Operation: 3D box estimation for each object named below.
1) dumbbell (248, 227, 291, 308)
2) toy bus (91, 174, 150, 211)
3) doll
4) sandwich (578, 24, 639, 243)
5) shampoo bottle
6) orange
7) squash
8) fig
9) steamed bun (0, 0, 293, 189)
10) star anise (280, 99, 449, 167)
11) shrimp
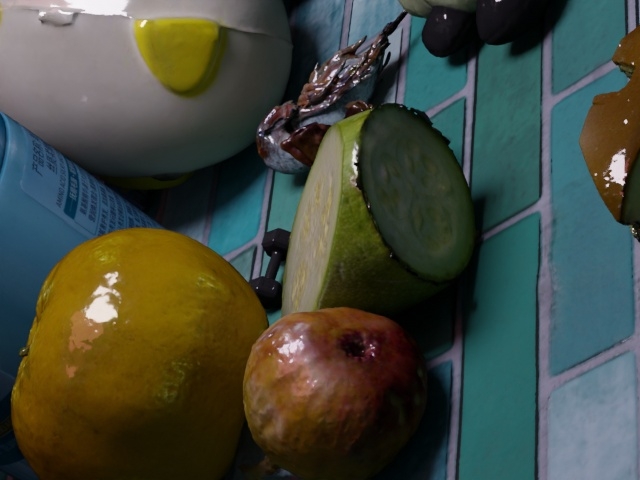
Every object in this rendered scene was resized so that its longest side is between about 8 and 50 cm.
[{"bbox_3d":[-0.049,0.029,1.963,0.040,0.036,0.083,-19,45,46],"label":"dumbbell"},{"bbox_3d":[-0.241,-0.134,2.361,0.079,0.094,0.236,-19,45,38],"label":"toy bus"},{"bbox_3d":[0.143,-0.273,1.914,0.135,0.143,0.234,-42,19,-31],"label":"doll"},{"bbox_3d":[0.277,-0.103,1.569,0.088,0.090,0.244,4,62,54],"label":"sandwich"},{"bbox_3d":[-0.349,0.055,2.062,0.331,0.343,0.331,-36,34,30],"label":"shampoo bottle"},{"bbox_3d":[-0.168,0.124,1.823,0.279,0.235,0.279,-166,90,-79],"label":"orange"},{"bbox_3d":[0.000,0.000,1.768,0.261,0.189,0.189,-22,42,38],"label":"squash"},{"bbox_3d":[-0.014,0.159,1.699,0.257,0.159,0.159,-46,25,50],"label":"fig"},{"bbox_3d":[-0.218,-0.221,2.151,0.374,0.334,0.334,5,58,21],"label":"steamed bun"},{"bbox_3d":[0.041,-0.095,1.863,0.168,0.168,0.057,-14,72,49],"label":"star anise"},{"bbox_3d":[0.023,-0.164,2.028,0.233,0.079,0.090,-48,-9,6],"label":"shrimp"}]
